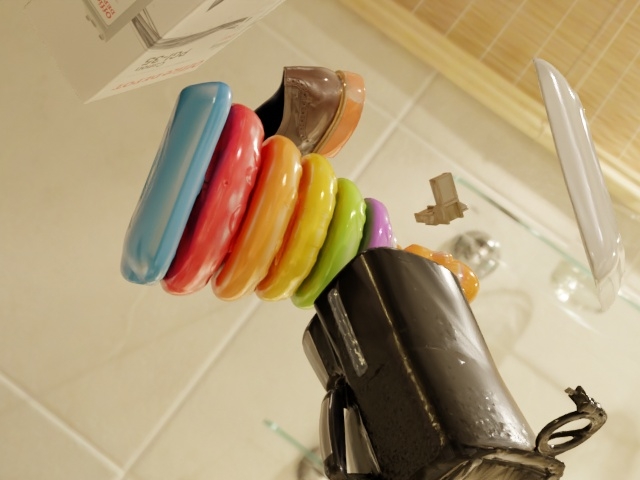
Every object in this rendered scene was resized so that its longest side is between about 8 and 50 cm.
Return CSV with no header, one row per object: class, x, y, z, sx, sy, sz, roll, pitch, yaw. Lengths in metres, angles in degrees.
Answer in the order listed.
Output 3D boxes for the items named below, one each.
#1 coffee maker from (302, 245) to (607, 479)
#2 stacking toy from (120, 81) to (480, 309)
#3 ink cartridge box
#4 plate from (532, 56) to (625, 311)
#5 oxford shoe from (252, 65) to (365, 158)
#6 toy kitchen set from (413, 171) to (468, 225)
coffee maker,0.078,0.094,0.537,0.120,0.171,0.178,47,17,-44
stacking toy,0.000,0.000,0.679,0.301,0.166,0.175,21,0,-16
ink cartridge box,-0.118,-0.267,0.796,0.283,0.207,0.117,-28,-84,34
plate,0.333,-0.063,1.018,0.045,0.278,0.277,-16,-18,18
oxford shoe,-0.073,-0.131,1.221,0.132,0.130,0.364,11,-42,-25
toy kitchen set,0.189,-0.070,1.256,0.083,0.068,0.075,6,-62,61
